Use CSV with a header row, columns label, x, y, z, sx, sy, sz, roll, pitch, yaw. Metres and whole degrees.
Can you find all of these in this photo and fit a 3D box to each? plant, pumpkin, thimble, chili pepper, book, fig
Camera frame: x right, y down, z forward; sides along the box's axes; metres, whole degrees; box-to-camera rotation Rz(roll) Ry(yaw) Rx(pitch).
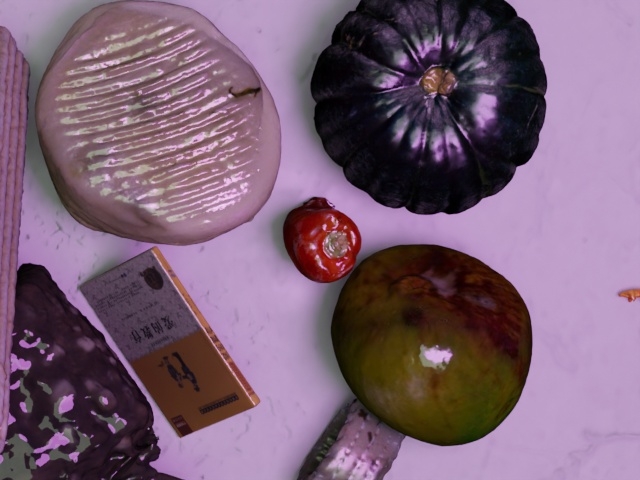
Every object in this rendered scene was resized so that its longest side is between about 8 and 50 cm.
label,x,y,z,sx,sy,sz,roll,pitch,yaw
plant,-0.240,0.194,1.688,0.215,0.213,0.312,-39,102,-8
pumpkin,0.099,-0.133,1.741,0.220,0.162,0.221,0,84,-2
thimble,0.028,0.205,1.789,0.062,0.084,0.110,34,90,-8
chili pepper,0.000,0.000,1.753,0.070,0.123,0.073,18,93,-7
book,-0.139,0.094,1.754,0.012,0.118,0.172,-40,100,-44
fig,0.106,0.101,1.755,0.181,0.181,0.191,-27,121,-6

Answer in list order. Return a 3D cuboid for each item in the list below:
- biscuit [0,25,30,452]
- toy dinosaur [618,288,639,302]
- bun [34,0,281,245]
label,x,y,z,sx,sy,sz,roll,pitch,yaw
biscuit,-0.323,0.001,1.595,0.144,0.078,0.426,-12,51,9
toy dinosaur,0.431,0.100,1.853,0.288,0.070,0.117,2,94,-4
bun,-0.150,-0.099,1.729,0.210,0.116,0.237,-31,81,-9
